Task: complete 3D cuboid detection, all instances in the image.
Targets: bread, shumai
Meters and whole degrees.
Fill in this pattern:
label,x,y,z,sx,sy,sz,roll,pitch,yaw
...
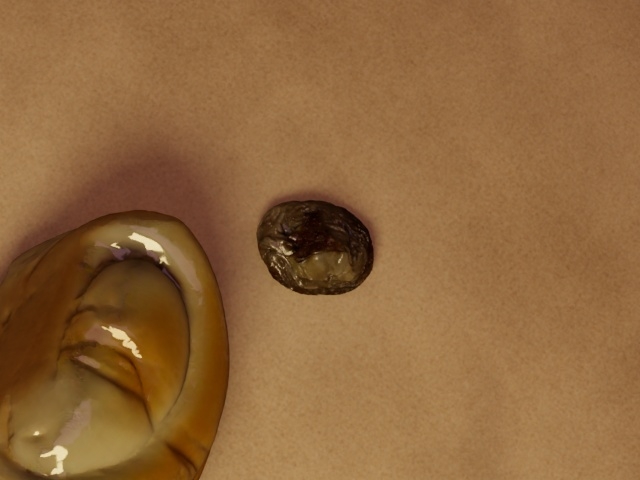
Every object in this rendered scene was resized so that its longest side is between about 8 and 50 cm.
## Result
label,x,y,z,sx,sy,sz,roll,pitch,yaw
bread,-0.269,0.157,1.778,0.329,0.245,0.424,21,59,0
shumai,0.005,0.005,1.966,0.139,0.105,0.123,23,68,-32
